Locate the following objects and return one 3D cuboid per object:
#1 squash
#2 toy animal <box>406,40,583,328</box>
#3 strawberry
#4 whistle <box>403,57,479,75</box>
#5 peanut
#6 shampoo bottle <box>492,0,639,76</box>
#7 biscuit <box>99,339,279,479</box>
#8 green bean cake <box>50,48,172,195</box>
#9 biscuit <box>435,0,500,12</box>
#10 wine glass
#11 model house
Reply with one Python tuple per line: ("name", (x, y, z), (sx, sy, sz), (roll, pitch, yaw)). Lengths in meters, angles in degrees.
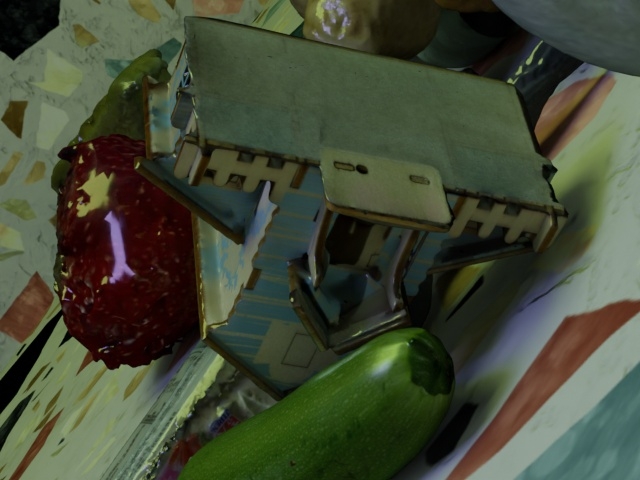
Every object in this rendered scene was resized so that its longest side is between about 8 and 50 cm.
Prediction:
("squash", (-0.010, 0.135, 0.991), (0.292, 0.082, 0.082), (-37, 19, 48))
("toy animal", (0.094, -0.061, 1.169), (0.367, 0.081, 0.206), (-55, 34, -9))
("strawberry", (-0.188, 0.012, 1.753), (0.274, 0.220, 0.274), (179, 90, -85))
("whistle", (0.084, -0.098, 1.349), (0.123, 0.123, 0.223), (-43, -6, 33))
("peanut", (0.038, -0.216, 1.383), (0.253, 0.137, 0.122), (-104, 11, -63))
("shampoo bottle", (0.195, -0.254, 0.822), (0.322, 0.322, 0.317), (-41, 24, 41))
("biscuit", (-0.115, 0.181, 1.258), (0.309, 0.079, 0.186), (-55, 14, -19))
("green bean cake", (-0.174, -0.093, 1.906), (0.233, 0.236, 0.124), (-45, 10, 40))
("biscuit", (0.128, -0.255, 1.282), (0.301, 0.197, 0.049), (-124, 31, -58))
("wine glass", (0.123, -0.207, 1.496), (0.093, 0.093, 0.202), (-55, 13, -18))
("model house", (0.000, 0.000, 1.006), (0.178, 0.271, 0.206), (-102, 29, -43))
